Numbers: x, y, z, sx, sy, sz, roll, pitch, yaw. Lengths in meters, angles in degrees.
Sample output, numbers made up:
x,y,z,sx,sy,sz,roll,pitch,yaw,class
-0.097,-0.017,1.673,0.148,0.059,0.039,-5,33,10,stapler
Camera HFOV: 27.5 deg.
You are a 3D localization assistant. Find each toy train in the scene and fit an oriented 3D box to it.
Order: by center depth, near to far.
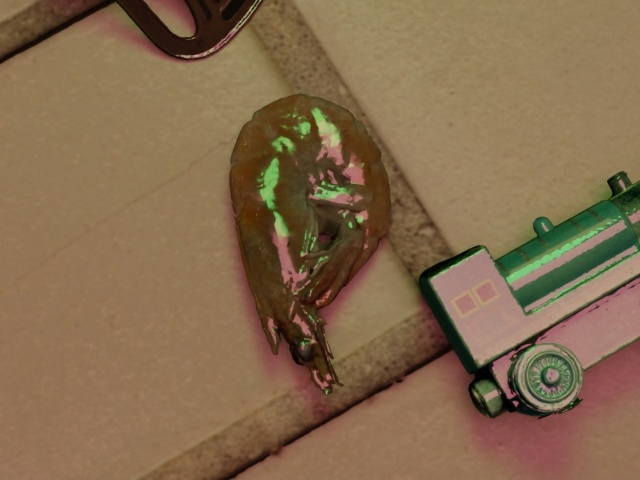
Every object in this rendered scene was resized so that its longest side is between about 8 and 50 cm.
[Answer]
x,y,z,sx,sy,sz,roll,pitch,yaw,class
0.262,0.053,1.332,0.298,0.120,0.194,-29,80,-5,toy train

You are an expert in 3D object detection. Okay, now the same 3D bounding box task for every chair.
x,y,z,sx,sy,sz,roll,pitch,yaw,class
-0.219,-0.352,1.365,0.175,0.183,0.326,-52,132,-7,chair

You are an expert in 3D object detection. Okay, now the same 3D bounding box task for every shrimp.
x,y,z,sx,sy,sz,roll,pitch,yaw,class
0.000,0.000,1.351,0.168,0.077,0.317,-10,81,-5,shrimp
